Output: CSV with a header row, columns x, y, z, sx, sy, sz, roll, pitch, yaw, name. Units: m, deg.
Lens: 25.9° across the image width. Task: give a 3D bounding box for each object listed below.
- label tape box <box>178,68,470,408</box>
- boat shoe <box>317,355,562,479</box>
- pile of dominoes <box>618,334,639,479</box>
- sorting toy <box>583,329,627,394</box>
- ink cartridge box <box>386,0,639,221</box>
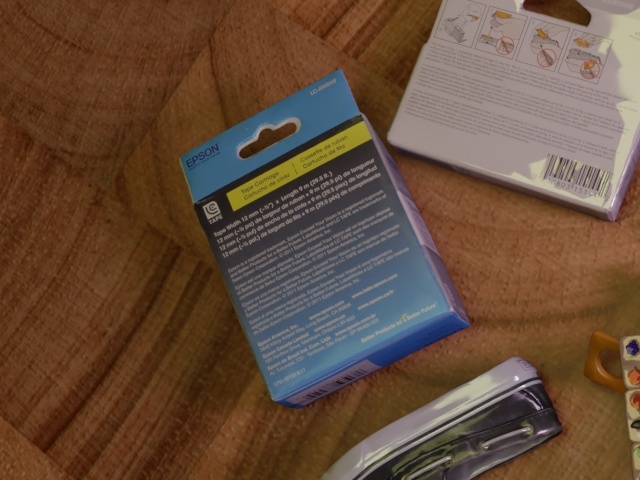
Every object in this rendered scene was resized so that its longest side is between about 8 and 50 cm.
x,y,z,sx,sy,sz,roll,pitch,yaw,name
0.000,0.000,1.740,0.249,0.115,0.348,-28,69,12,label tape box
0.128,0.267,1.633,0.335,0.121,0.119,-35,66,7,boat shoe
0.421,0.216,1.469,0.196,0.040,0.251,-8,82,22,pile of dominoes
0.457,0.190,1.547,0.347,0.047,0.196,35,130,21,sorting toy
0.263,-0.191,1.710,0.296,0.066,0.261,20,86,21,ink cartridge box
